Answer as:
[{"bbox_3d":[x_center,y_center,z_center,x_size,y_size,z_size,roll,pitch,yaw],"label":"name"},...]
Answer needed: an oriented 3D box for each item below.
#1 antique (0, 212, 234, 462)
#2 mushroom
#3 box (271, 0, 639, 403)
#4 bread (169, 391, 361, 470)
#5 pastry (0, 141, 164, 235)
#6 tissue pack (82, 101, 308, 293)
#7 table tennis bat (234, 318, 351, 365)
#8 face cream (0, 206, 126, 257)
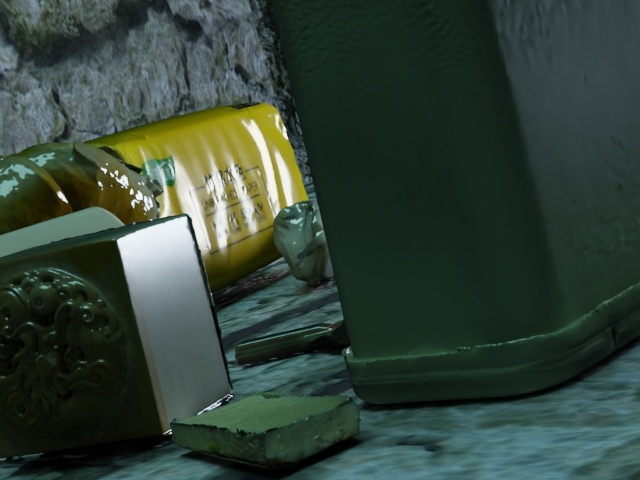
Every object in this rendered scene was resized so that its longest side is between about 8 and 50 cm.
[{"bbox_3d":[-0.167,0.073,1.025,0.146,0.152,0.148,-12,3,20],"label":"antique"},{"bbox_3d":[0.002,0.000,1.657,0.096,0.099,0.278,-5,1,6],"label":"mushroom"},{"bbox_3d":[0.142,-0.108,0.954,0.177,0.344,0.352,-7,9,44],"label":"box"},{"bbox_3d":[-0.036,0.114,0.865,0.068,0.028,0.153,-18,5,-27],"label":"bread"},{"bbox_3d":[-0.256,0.029,1.340,0.120,0.257,0.235,26,18,38],"label":"pastry"},{"bbox_3d":[-0.227,-0.020,1.736,0.293,0.228,0.382,-16,6,29],"label":"tissue pack"},{"bbox_3d":[0.036,0.070,1.165,0.220,0.019,0.130,-13,4,12],"label":"table tennis bat"},{"bbox_3d":[-0.283,0.088,1.149,0.348,0.173,0.081,-20,-18,-40],"label":"face cream"}]
